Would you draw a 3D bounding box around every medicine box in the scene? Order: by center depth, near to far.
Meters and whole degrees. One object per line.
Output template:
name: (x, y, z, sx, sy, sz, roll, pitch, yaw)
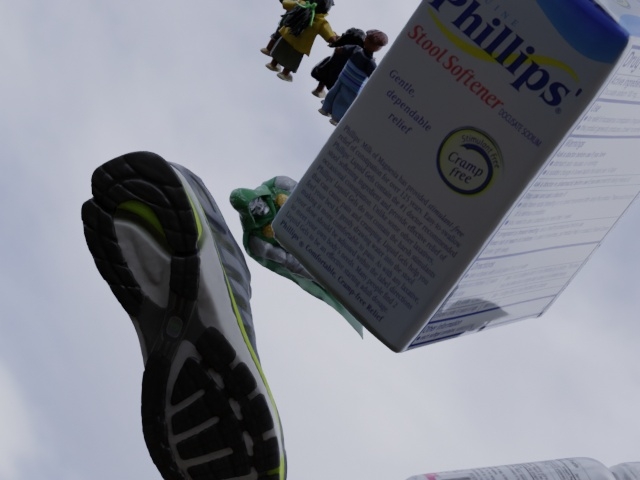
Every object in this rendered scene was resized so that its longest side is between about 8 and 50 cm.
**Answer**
medicine box: (0.148, -0.077, 1.152, 0.149, 0.263, 0.289, 43, -67, 22)

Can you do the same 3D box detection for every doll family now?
doll family: (0.008, -0.206, 1.600, 0.193, 0.076, 0.111, 41, -69, 21)

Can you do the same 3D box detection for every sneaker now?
sneaker: (-0.085, 0.071, 1.161, 0.111, 0.121, 0.299, -13, -85, 20)

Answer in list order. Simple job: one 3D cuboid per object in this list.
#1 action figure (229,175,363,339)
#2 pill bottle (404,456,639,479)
action figure: (0.000, 0.000, 1.381, 0.063, 0.137, 0.232, 12, -9, 47)
pill bottle: (0.232, 0.314, 1.584, 0.160, 0.283, 0.160, 176, -90, -77)
